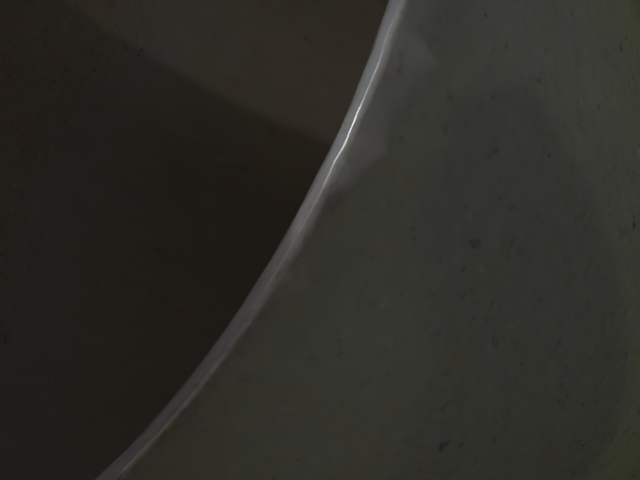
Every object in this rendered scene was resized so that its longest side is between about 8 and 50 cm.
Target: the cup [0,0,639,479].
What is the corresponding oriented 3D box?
[{"bbox_3d":[0.000,0.000,0.598,0.331,0.237,0.331,-32,43,35],"label":"cup"}]
